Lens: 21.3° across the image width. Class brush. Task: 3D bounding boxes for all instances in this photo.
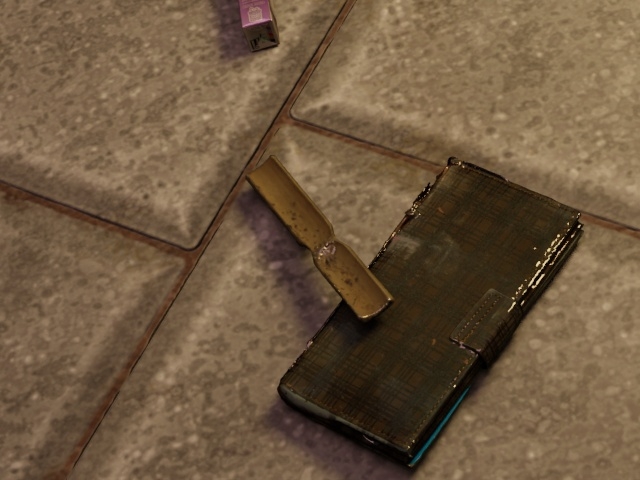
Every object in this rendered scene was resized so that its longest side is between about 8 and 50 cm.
[{"bbox_3d":[0.000,0.000,1.705,0.043,0.036,0.248,-39,50,-1],"label":"brush"}]

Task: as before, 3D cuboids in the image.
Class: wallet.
[{"bbox_3d":[0.109,0.065,1.657,0.169,0.044,0.317,25,64,28],"label":"wallet"}]

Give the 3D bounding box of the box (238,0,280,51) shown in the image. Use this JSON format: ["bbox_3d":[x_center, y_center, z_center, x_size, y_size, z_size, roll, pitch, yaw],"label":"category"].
[{"bbox_3d":[-0.073,-0.274,1.900,0.036,0.050,0.117,-11,61,5],"label":"box"}]
